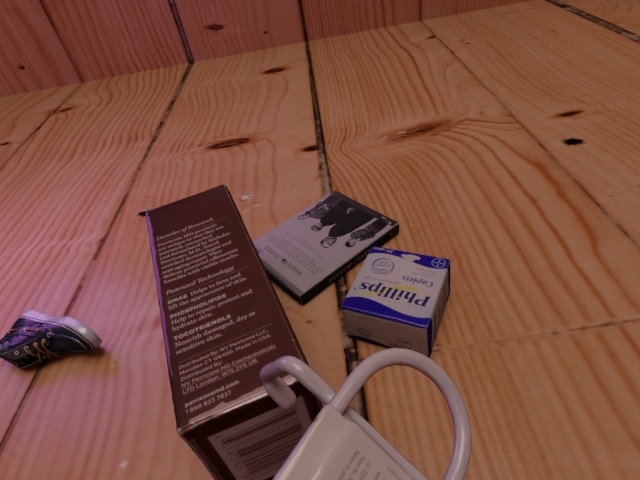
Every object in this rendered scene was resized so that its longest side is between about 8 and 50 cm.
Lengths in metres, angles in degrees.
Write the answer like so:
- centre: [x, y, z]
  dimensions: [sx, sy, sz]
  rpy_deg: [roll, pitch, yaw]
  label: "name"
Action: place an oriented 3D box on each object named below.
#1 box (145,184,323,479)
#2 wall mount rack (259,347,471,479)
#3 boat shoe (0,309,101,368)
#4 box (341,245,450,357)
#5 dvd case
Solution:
- centre: [-0.123, 0.107, 0.583]
  dimensions: [0.143, 0.191, 0.381]
  rpy_deg: [-20, 40, -10]
  label: "box"
- centre: [0.012, 0.262, 0.296]
  dimensions: [0.304, 0.130, 0.350]
  rpy_deg: [44, 57, 1]
  label: "wall mount rack"
- centre: [-0.436, 0.167, 0.689]
  dimensions: [0.183, 0.065, 0.083]
  rpy_deg: [3, 43, 27]
  label: "boat shoe"
- centre: [0.116, 0.086, 0.643]
  dimensions: [0.126, 0.072, 0.137]
  rpy_deg: [10, 45, 24]
  label: "box"
- centre: [0.000, 0.000, 0.804]
  dimensions: [0.238, 0.030, 0.179]
  rpy_deg: [-35, 45, -25]
  label: "dvd case"
